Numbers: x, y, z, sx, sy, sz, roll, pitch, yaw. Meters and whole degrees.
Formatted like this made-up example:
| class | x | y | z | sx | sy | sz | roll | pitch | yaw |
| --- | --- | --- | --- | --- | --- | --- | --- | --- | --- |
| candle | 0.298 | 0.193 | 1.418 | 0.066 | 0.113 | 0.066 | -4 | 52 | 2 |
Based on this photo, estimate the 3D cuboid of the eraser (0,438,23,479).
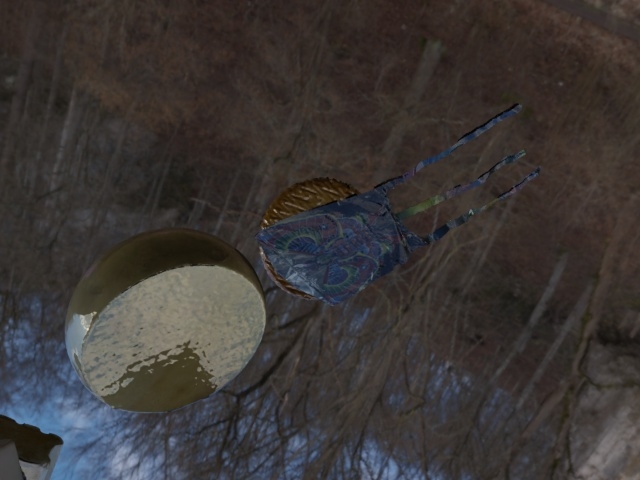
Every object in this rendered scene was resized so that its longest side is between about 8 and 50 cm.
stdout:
| class | x | y | z | sx | sy | sz | roll | pitch | yaw |
| --- | --- | --- | --- | --- | --- | --- | --- | --- | --- |
| eraser | -0.334 | 0.252 | 0.448 | 0.086 | 0.130 | 0.287 | -10 | -179 | 14 |

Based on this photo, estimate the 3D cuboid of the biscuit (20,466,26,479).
| class | x | y | z | sx | sy | sz | roll | pitch | yaw |
| --- | --- | --- | --- | --- | --- | --- | --- | --- | --- |
| biscuit | -0.471 | 0.299 | 0.831 | 0.194 | 0.195 | 0.053 | 29 | -139 | 14 |

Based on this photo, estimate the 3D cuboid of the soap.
| class | x | y | z | sx | sy | sz | roll | pitch | yaw |
| --- | --- | --- | --- | --- | --- | --- | --- | --- | --- |
| soap | -0.562 | 0.429 | 1.044 | 0.173 | 0.274 | 0.089 | 23 | -163 | -8 |

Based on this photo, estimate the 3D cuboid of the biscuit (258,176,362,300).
| class | x | y | z | sx | sy | sz | roll | pitch | yaw |
| --- | --- | --- | --- | --- | --- | --- | --- | --- | --- |
| biscuit | 0.000 | 0.000 | 1.232 | 0.253 | 0.254 | 0.035 | 14 | -172 | -17 |

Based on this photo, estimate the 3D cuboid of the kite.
| class | x | y | z | sx | sy | sz | roll | pitch | yaw |
| --- | --- | --- | --- | --- | --- | --- | --- | --- | --- |
| kite | 0.081 | -0.025 | 0.610 | 0.152 | 0.285 | 0.015 | 44 | -158 | -42 |

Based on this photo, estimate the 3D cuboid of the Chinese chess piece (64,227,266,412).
| class | x | y | z | sx | sy | sz | roll | pitch | yaw |
| --- | --- | --- | --- | --- | --- | --- | --- | --- | --- |
| Chinese chess piece | -0.192 | 0.101 | 0.791 | 0.250 | 0.251 | 0.097 | 4 | -151 | -34 |
